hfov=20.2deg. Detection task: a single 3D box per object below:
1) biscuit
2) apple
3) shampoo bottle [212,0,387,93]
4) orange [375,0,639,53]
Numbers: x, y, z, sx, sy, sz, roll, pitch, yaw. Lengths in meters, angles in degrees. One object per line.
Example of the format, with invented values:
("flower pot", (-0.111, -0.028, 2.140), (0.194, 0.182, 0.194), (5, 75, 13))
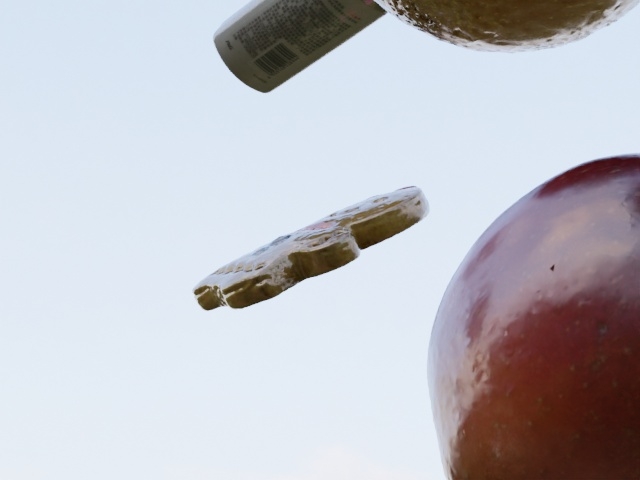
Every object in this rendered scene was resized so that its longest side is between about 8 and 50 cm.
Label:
("biscuit", (0.000, 0.000, 1.508), (0.225, 0.036, 0.166), (-26, 7, -23))
("apple", (0.165, 0.070, 0.925), (0.201, 0.218, 0.218), (-31, -45, 24))
("shampoo bottle", (-0.007, -0.221, 1.726), (0.086, 0.056, 0.227), (44, -44, -15))
("orange", (0.121, -0.252, 1.139), (0.274, 0.274, 0.274), (8, -27, 4))
